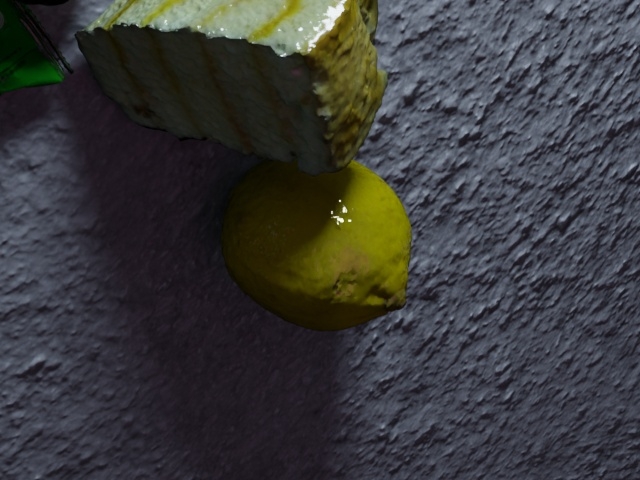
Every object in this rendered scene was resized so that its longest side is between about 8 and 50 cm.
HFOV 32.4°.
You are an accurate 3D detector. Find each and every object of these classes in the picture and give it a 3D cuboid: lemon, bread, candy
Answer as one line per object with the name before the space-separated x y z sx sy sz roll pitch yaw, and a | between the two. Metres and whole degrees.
lemon | 0.000 0.000 1.639 0.268 0.322 0.268 -53 157 -35
bread | -0.098 -0.281 1.479 0.264 0.395 0.239 -60 148 -25
candy | -0.440 -0.223 1.429 0.203 0.078 0.141 -38 124 -17

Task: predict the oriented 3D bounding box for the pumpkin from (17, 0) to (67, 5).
pumpkin | -0.354 -0.391 1.368 0.202 0.140 0.202 -2 93 -41
